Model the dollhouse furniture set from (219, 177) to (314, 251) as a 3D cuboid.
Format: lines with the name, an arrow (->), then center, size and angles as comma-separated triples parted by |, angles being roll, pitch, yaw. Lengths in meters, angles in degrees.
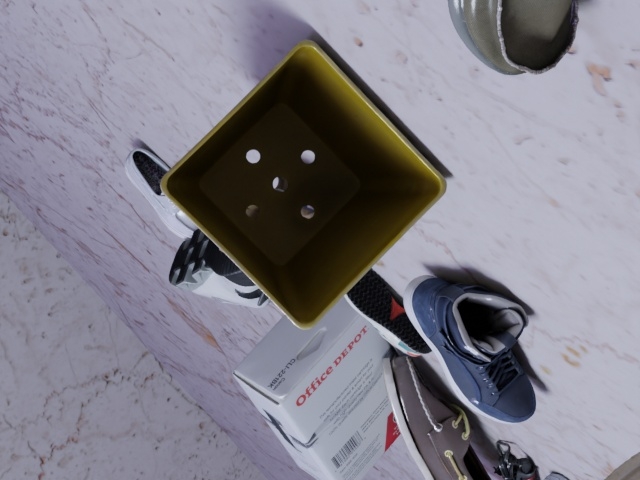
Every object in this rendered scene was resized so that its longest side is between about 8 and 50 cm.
dollhouse furniture set -> 0.000, 0.000, 1.588 | 0.129, 0.128, 0.184 | 26, 180, 42

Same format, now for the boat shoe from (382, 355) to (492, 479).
boat shoe -> 0.181, 0.297, 1.873 | 0.116, 0.097, 0.324 | -82, -30, -66

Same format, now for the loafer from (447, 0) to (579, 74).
loafer -> 0.138, -0.192, 0.833 | 0.087, 0.094, 0.251 | 36, 162, 33

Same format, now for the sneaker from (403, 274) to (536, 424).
sneaker -> 0.202, 0.138, 1.483 | 0.226, 0.086, 0.163 | 49, 164, -16

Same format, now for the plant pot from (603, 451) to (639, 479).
plant pot -> 0.401, 0.406, 1.209 | 0.305, 0.334, 0.333 | 36, 163, 46

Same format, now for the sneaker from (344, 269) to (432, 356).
sneaker -> 0.080, 0.099, 1.704 | 0.161, 0.057, 0.075 | 40, 157, -1

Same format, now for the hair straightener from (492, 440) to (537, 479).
hair straightener -> 0.285, 0.364, 1.900 | 0.089, 0.047, 0.230 | 30, 159, 33

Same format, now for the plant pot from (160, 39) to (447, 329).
plant pot -> -0.029, -0.059, 1.358 | 0.212, 0.212, 0.187 | 45, 175, -8

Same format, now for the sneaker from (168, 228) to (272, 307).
sneaker -> -0.096, 0.031, 1.867 | 0.146, 0.122, 0.330 | 27, 163, -19

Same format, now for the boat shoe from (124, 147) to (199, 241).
boat shoe -> -0.231, -0.072, 1.981 | 0.184, 0.066, 0.063 | 52, 164, 4

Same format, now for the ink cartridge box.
ink cartridge box -> 0.016, 0.221, 1.893 | 0.114, 0.197, 0.272 | 27, 157, 40

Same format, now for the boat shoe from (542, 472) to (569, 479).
boat shoe -> 0.372, 0.429, 1.815 | 0.226, 0.076, 0.083 | 47, 162, -14
